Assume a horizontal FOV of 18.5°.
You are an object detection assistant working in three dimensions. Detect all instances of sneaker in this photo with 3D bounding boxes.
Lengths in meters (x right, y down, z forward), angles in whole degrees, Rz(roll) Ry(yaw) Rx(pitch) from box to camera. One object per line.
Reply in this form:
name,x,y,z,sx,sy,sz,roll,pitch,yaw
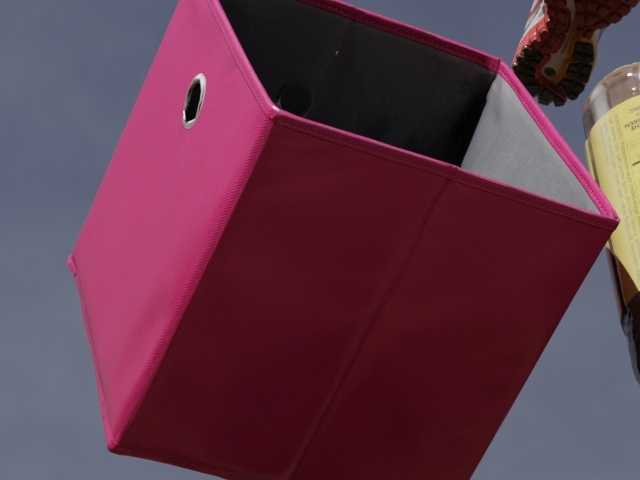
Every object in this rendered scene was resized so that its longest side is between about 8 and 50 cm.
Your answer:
sneaker,0.228,-0.224,1.713,0.088,0.093,0.225,23,-43,-6

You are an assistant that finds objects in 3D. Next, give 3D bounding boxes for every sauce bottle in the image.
sauce bottle,0.249,0.037,1.293,0.111,0.344,0.111,-3,-36,-2

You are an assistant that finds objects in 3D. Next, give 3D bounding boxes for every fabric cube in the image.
fabric cube,0.000,0.000,1.325,0.259,0.254,0.258,17,-65,-23
